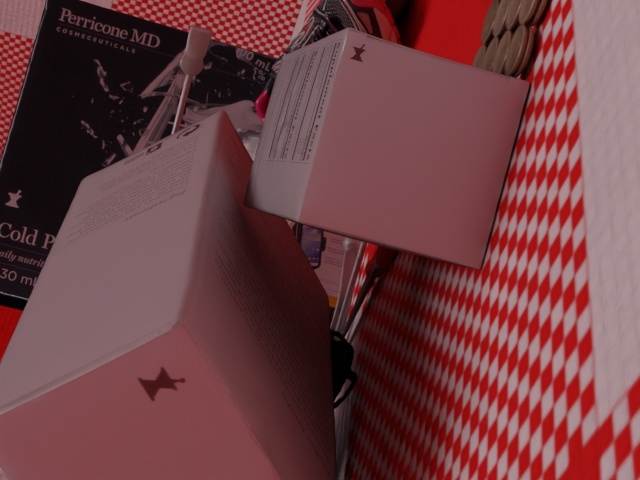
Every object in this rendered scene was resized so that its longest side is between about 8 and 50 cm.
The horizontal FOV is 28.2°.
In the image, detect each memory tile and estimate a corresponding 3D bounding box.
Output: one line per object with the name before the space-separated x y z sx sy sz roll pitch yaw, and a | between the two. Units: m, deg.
memory tile | 0.141 -0.167 0.926 0.148 0.012 0.113 -162 87 -84

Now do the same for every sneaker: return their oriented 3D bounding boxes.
sneaker | 0.009 -0.202 1.473 0.121 0.112 0.299 63 158 15

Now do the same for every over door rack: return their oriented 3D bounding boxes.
over door rack | -0.053 -0.044 1.282 0.108 0.239 0.324 -99 25 -64

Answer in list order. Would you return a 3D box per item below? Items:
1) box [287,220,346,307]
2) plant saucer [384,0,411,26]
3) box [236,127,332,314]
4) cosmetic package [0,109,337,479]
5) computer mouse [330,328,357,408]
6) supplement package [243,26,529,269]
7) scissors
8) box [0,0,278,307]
box | 0.000 0.000 1.400 0.028 0.081 0.136 -177 103 -83
plant saucer | 0.092 -0.316 1.523 0.195 0.037 0.195 -164 90 -83
box | -0.049 -0.007 1.496 0.183 0.056 0.231 13 87 43
cosmetic package | -0.105 0.086 1.027 0.230 0.161 0.453 61 -170 -20
computer mouse | -0.094 0.188 1.217 0.272 0.072 0.188 -29 30 32
supplement package | 0.038 -0.067 0.952 0.244 0.139 0.134 -161 85 -78
scissors | 0.053 0.020 1.181 0.109 0.021 0.297 -90 18 -57
box | -0.270 -0.081 2.068 0.297 0.480 0.472 146 138 -77
